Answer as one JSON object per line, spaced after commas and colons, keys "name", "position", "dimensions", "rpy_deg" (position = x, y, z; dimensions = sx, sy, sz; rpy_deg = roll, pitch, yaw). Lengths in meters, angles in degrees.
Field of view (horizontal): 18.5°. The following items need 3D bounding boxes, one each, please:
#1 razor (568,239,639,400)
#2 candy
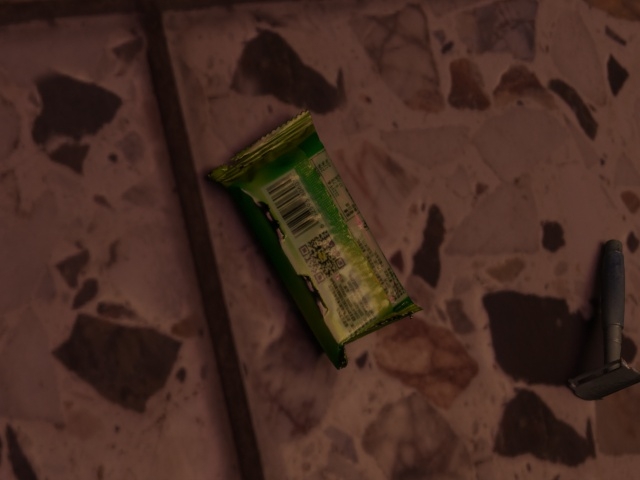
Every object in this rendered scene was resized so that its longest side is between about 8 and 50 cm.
{"name": "razor", "position": [0.241, 0.060, 1.606], "dimensions": [0.040, 0.068, 0.135], "rpy_deg": [26, 55, -29]}
{"name": "candy", "position": [-0.001, 0.000, 1.466], "dimensions": [0.102, 0.032, 0.178], "rpy_deg": [-36, 99, -38]}
